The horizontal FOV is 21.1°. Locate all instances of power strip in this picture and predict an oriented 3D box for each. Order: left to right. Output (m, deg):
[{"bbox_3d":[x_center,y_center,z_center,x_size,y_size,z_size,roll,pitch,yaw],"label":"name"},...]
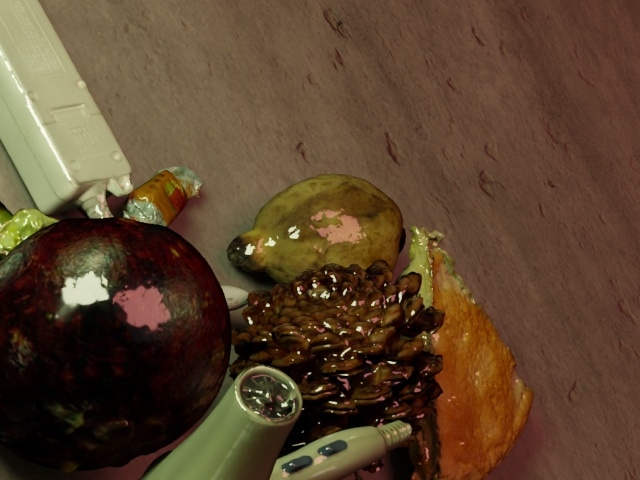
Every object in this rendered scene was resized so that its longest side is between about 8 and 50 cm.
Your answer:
[{"bbox_3d":[-0.282,-0.154,1.648,0.098,0.058,0.338,-17,75,-55],"label":"power strip"}]

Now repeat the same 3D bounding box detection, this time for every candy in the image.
[{"bbox_3d":[-0.163,-0.035,1.698,0.053,0.046,0.182,59,22,-10],"label":"candy"}]

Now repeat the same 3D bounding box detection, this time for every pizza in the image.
[{"bbox_3d":[0.138,0.121,1.868,0.280,0.075,0.288,-18,95,-58],"label":"pizza"}]

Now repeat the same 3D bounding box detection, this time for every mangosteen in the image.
[{"bbox_3d":[-0.208,0.056,1.447,0.231,0.231,0.289,0,48,-49],"label":"mangosteen"}]

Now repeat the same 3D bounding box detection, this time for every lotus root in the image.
[{"bbox_3d":[0.000,0.000,1.810,0.214,0.138,0.138,-14,74,-41],"label":"lotus root"}]

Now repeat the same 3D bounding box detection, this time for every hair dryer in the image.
[{"bbox_3d":[-0.036,0.173,1.413,0.298,0.296,0.119,-30,69,-19],"label":"hair dryer"}]

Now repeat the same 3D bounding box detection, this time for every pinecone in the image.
[{"bbox_3d":[0.017,0.129,1.662,0.221,0.221,0.221,29,44,-32],"label":"pinecone"}]

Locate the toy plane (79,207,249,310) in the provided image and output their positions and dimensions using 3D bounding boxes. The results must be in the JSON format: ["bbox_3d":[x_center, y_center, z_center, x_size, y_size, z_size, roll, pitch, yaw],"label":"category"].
[{"bbox_3d":[-0.156,0.056,1.635,0.226,0.058,0.226,11,43,-49],"label":"toy plane"}]
